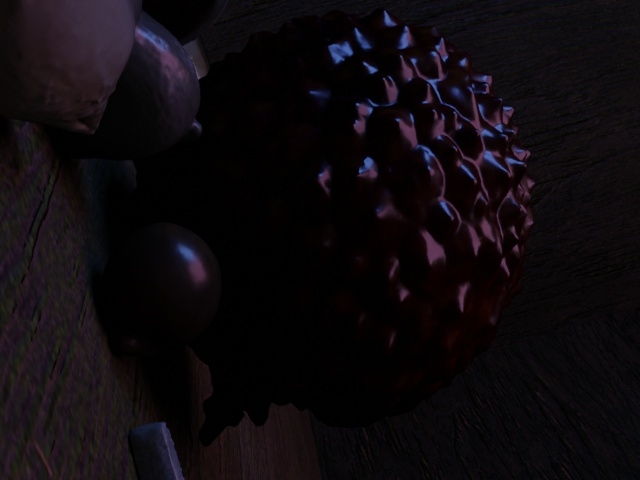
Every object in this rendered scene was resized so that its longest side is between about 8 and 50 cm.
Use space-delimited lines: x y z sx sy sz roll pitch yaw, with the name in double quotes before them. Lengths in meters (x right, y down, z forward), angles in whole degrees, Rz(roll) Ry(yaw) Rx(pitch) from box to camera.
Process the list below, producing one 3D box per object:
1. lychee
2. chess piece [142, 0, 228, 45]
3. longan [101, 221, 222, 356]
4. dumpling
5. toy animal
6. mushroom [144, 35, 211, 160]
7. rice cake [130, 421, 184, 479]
"lychee" 0.000 0.000 1.012 0.424 0.500 0.424 32 9 -5
"chess piece" -0.222 -0.358 1.042 0.194 0.194 0.299 74 -10 -49
"longan" -0.136 0.046 0.805 0.106 0.106 0.119 75 36 -68
"dumpling" -0.190 -0.157 0.586 0.166 0.126 0.216 46 5 17
"toy animal" -0.175 -0.177 0.749 0.251 0.127 0.125 83 -13 -53
"mushroom" -0.186 -0.167 1.276 0.247 0.130 0.344 -69 143 -84
"rice cake" -0.112 0.226 0.743 0.029 0.033 0.171 72 1 -80
